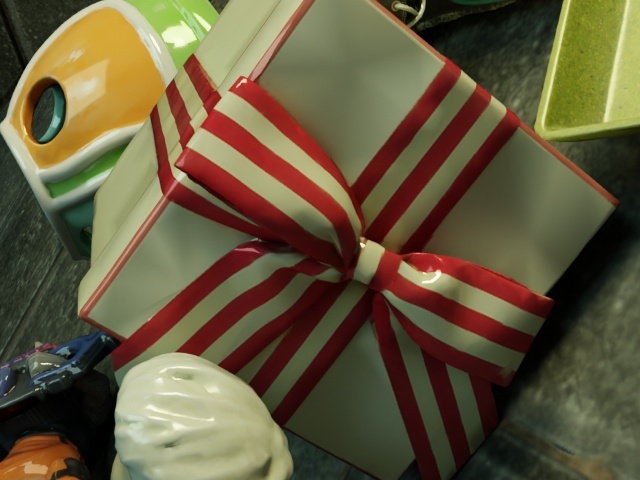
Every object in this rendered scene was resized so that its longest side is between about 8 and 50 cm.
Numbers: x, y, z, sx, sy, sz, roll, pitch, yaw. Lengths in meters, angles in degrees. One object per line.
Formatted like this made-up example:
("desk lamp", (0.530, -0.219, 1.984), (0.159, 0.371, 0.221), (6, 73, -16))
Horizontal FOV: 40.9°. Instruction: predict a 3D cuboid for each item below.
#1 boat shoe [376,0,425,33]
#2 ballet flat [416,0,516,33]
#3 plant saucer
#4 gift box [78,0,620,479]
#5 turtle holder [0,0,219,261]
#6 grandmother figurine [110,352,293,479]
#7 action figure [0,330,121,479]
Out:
("boat shoe", (0.043, -0.178, 0.670), (0.079, 0.233, 0.084), (-13, 32, 30))
("ballet flat", (0.088, -0.268, 0.762), (0.483, 0.164, 0.182), (-19, 32, 51))
("plant saucer", (0.233, -0.136, 0.492), (0.188, 0.045, 0.188), (-4, 59, 42))
("gift box", (0.000, 0.000, 0.557), (0.276, 0.255, 0.258), (-58, 21, 8))
("turtle holder", (-0.153, -0.085, 0.792), (0.227, 0.243, 0.320), (-30, -1, -14))
("grandmother figurine", (-0.074, 0.225, 0.454), (0.208, 0.104, 0.342), (26, 117, 56))
("action figure", (-0.337, 0.249, 0.908), (0.341, 0.178, 0.330), (-20, 37, 13))
